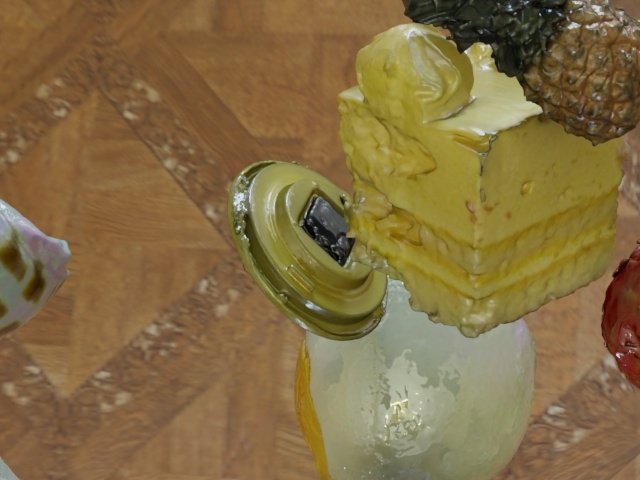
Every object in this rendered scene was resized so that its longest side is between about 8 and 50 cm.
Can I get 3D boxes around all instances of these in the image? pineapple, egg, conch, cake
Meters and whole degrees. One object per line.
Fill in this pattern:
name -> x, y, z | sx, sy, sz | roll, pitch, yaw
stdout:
pineapple -> 0.188, -0.189, 1.332 | 0.248, 0.128, 0.128 | 29, 90, -14
egg -> 0.116, 0.219, 1.837 | 0.337, 0.337, 0.201 | -8, 41, 12
conch -> -0.487, 0.022, 1.705 | 0.368, 0.197, 0.249 | 7, 127, 13
cake -> 0.159, -0.092, 1.501 | 0.222, 0.227, 0.286 | 28, 130, 41

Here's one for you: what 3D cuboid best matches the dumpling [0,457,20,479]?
dumpling -> -0.097, 0.158, 0.627 | 0.131, 0.179, 0.252 | -45, 120, -2

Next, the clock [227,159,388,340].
clock -> 0.000, 0.000, 1.657 | 0.057, 0.237, 0.237 | -38, 74, 35

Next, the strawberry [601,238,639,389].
strawberry -> 0.302, 0.042, 1.138 | 0.178, 0.234, 0.233 | 11, 84, -23
